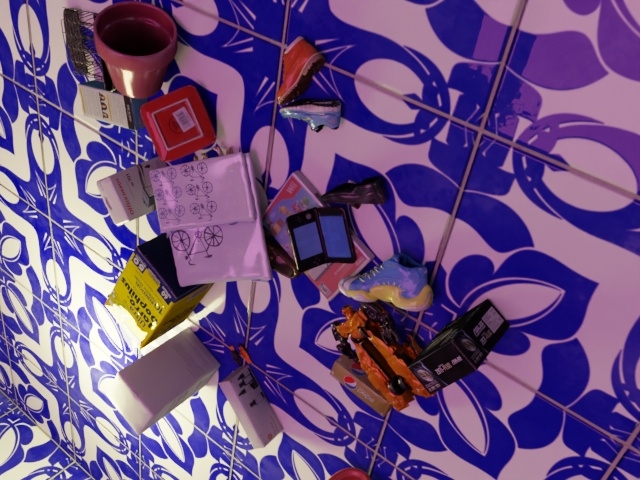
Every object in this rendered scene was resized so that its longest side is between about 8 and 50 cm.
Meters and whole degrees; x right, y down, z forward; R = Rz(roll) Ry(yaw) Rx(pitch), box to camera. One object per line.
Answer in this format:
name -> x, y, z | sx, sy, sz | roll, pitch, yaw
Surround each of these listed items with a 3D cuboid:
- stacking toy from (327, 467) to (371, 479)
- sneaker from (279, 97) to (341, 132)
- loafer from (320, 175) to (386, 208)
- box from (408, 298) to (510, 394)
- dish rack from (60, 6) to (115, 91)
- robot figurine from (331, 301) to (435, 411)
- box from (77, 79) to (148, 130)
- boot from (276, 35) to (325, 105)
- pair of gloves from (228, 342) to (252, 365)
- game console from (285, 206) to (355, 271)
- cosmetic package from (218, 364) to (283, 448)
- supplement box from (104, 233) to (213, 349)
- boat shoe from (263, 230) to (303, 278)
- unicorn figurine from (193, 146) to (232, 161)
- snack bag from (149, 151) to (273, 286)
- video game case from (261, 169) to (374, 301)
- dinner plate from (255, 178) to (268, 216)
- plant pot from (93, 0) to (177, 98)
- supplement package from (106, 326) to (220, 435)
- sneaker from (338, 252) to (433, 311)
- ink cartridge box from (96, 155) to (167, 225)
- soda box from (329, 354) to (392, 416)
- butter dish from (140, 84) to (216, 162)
stacking toy -> 0.126, 0.796, 1.769 | 0.308, 0.279, 0.131 | 16, 133, 32
sneaker -> -0.025, -0.274, 1.449 | 0.162, 0.063, 0.073 | 12, 123, 36
loafer -> 0.072, -0.097, 1.465 | 0.170, 0.062, 0.061 | -6, 114, 43
box -> 0.293, 0.222, 1.366 | 0.078, 0.180, 0.147 | 50, 136, 5
dish rack -> -0.653, -0.547, 1.826 | 0.271, 0.074, 0.209 | 21, 124, 31
robot figurine -> 0.154, 0.270, 1.579 | 0.291, 0.085, 0.211 | 53, 135, 4
box -> -0.596, -0.393, 1.870 | 0.244, 0.060, 0.101 | 19, 125, 32
boot -> -0.060, -0.373, 1.432 | 0.085, 0.059, 0.158 | 50, 127, 11
pair of gloves -> -0.253, 0.358, 2.026 | 0.083, 0.010, 0.074 | -20, 100, 45
game console -> 0.000, 0.000, 1.529 | 0.085, 0.124, 0.144 | 23, 129, 62
cosmetic package -> -0.215, 0.519, 2.020 | 0.060, 0.099, 0.239 | -21, 99, 45
supplement box -> -0.483, 0.144, 1.974 | 0.194, 0.195, 0.356 | 50, 135, 7
boat shoe -> -0.140, 0.038, 1.711 | 0.207, 0.073, 0.073 | 35, 128, 19
unicorn figurine -> -0.287, -0.184, 1.722 | 0.161, 0.060, 0.111 | -15, 98, 47
snack bag -> -0.293, -0.043, 1.707 | 0.322, 0.037, 0.343 | -6, 99, 27
video game case -> -0.016, -0.008, 1.611 | 0.285, 0.025, 0.204 | 49, 134, 9
dinner plate -> -0.196, -0.111, 1.717 | 0.141, 0.017, 0.141 | 21, 127, 32
plant pot -> -0.465, -0.468, 1.639 | 0.201, 0.201, 0.180 | 43, 149, 13
supplement package -> -0.506, 0.450, 2.092 | 0.177, 0.293, 0.175 | 48, 134, 10
sneaker -> 0.151, 0.081, 1.490 | 0.240, 0.091, 0.126 | 9, 105, 31
ink cartridge box -> -0.516, -0.143, 1.846 | 0.082, 0.190, 0.140 | -11, 105, 43
soda box -> 0.116, 0.370, 1.682 | 0.181, 0.061, 0.058 | 35, 130, 21
butter dish -> -0.361, -0.303, 1.689 | 0.159, 0.118, 0.160 | -22, 98, 4
